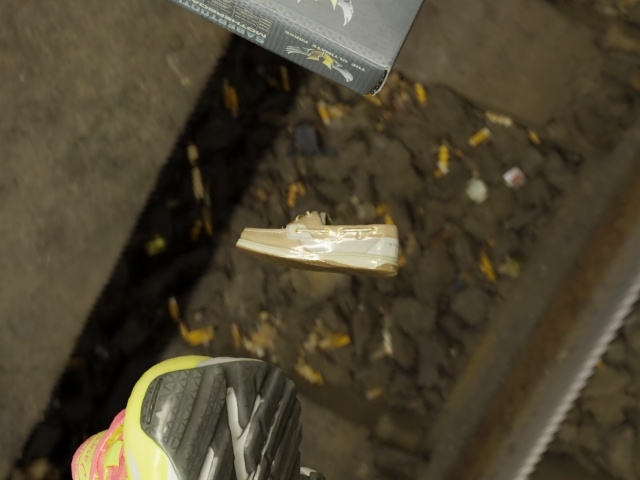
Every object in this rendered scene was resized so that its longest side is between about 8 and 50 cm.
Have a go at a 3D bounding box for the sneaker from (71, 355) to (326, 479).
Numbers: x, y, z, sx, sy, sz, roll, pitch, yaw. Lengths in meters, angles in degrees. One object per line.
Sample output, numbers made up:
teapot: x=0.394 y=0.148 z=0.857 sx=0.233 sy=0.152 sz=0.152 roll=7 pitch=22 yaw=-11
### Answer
sneaker: x=-0.057 y=0.095 z=0.685 sx=0.094 sy=0.081 sz=0.208 roll=15 pitch=157 yaw=12

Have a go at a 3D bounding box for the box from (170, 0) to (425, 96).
box: x=-0.035 y=-0.204 z=0.886 sx=0.232 sy=0.059 sz=0.183 roll=25 pitch=77 yaw=-2

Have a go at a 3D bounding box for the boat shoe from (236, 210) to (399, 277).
boat shoe: x=0.000 y=0.000 z=1.415 sx=0.135 sy=0.050 sz=0.045 roll=8 pitch=80 yaw=17
